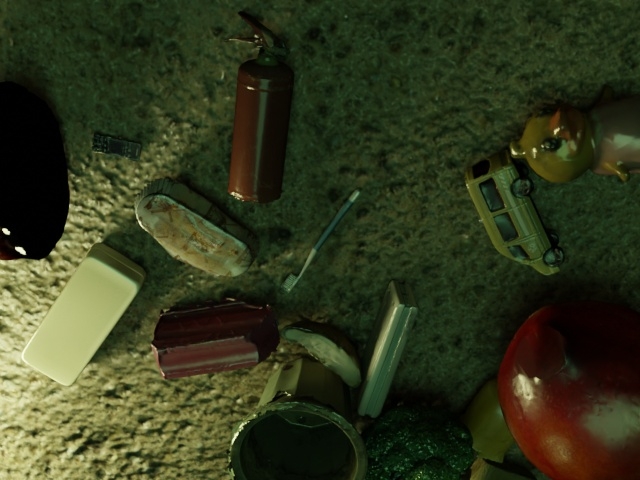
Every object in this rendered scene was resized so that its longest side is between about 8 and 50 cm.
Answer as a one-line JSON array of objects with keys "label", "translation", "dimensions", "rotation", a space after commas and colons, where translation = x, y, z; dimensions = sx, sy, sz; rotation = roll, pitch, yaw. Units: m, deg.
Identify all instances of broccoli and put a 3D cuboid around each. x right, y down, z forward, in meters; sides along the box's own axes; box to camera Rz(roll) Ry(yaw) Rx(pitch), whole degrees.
[{"label": "broccoli", "translation": [0.202, 0.474, 1.771], "dimensions": [0.269, 0.270, 0.270], "rotation": [-18, 99, 10]}]

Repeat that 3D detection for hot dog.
[{"label": "hot dog", "translation": [-0.249, -0.018, 1.680], "dimensions": [0.268, 0.075, 0.144], "rotation": [36, 115, -17]}]

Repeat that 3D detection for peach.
[{"label": "peach", "translation": [0.526, 0.287, 1.632], "dimensions": [0.387, 0.388, 0.389], "rotation": [1, 114, 2]}]

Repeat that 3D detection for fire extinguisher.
[{"label": "fire extinguisher", "translation": [-0.124, -0.247, 1.564], "dimensions": [0.147, 0.106, 0.337], "rotation": [17, 115, 22]}]

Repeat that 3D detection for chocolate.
[{"label": "chocolate", "translation": [-0.622, -0.130, 1.572], "dimensions": [0.210, 0.225, 0.340], "rotation": [2, 115, 15]}]

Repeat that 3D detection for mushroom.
[{"label": "mushroom", "translation": [0.013, 0.219, 1.763], "dimensions": [0.209, 0.094, 0.072], "rotation": [39, 105, -15]}]

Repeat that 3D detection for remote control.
[{"label": "remote control", "translation": [0.135, 0.227, 1.757], "dimensions": [0.055, 0.103, 0.277], "rotation": [13, 114, -11]}, {"label": "remote control", "translation": [-0.396, -0.182, 1.644], "dimensions": [0.096, 0.014, 0.039], "rotation": [12, 114, -2]}]

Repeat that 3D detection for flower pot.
[{"label": "flower pot", "translation": [-0.041, 0.386, 1.752], "dimensions": [0.290, 0.259, 0.291], "rotation": [1, 115, 3]}]

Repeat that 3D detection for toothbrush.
[{"label": "toothbrush", "translation": [0.000, 0.000, 1.707], "dimensions": [0.025, 0.019, 0.276], "rotation": [34, 112, -4]}]

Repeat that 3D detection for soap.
[{"label": "soap", "translation": [-0.209, 0.193, 1.724], "dimensions": [0.249, 0.162, 0.099], "rotation": [-9, 114, 7]}]

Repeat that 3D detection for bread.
[{"label": "bread", "translation": [0.384, 0.388, 1.829], "dimensions": [0.134, 0.085, 0.173], "rotation": [26, 113, -9]}]

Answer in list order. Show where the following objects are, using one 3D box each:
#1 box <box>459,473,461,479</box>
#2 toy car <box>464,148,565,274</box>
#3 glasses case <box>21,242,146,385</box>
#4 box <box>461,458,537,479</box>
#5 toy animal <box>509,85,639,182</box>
[{"label": "box", "translation": [0.181, 0.574, 1.930], "dimensions": [0.259, 0.071, 0.168], "rotation": [5, 114, 1]}, {"label": "toy car", "translation": [0.373, -0.041, 1.629], "dimensions": [0.124, 0.101, 0.257], "rotation": [-23, 110, 17]}, {"label": "glasses case", "translation": [-0.497, 0.157, 1.770], "dimensions": [0.131, 0.070, 0.313], "rotation": [33, 111, -12]}, {"label": "box", "translation": [0.404, 0.552, 1.896], "dimensions": [0.177, 0.111, 0.111], "rotation": [21, 113, -7]}, {"label": "toy animal", "translation": [0.487, -0.184, 1.533], "dimensions": [0.281, 0.196, 0.169], "rotation": [-3, 154, -1]}]
